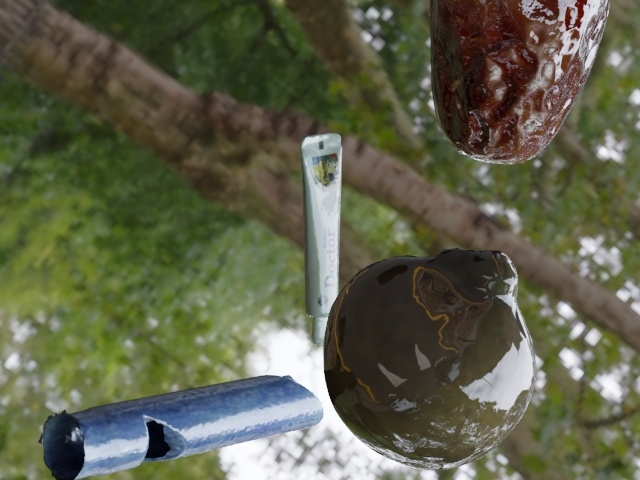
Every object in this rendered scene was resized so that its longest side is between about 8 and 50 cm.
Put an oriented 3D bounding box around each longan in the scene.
[{"bbox_3d":[0.095,0.091,1.234,0.204,0.185,0.159,-54,172,23],"label":"longan"}]

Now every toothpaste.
[{"bbox_3d":[0.000,0.000,1.746,0.037,0.255,0.067,12,-163,43],"label":"toothpaste"}]

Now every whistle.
[{"bbox_3d":[-0.111,0.158,1.305,0.304,0.062,0.062,-4,151,-49],"label":"whistle"}]

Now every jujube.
[{"bbox_3d":[0.224,-0.249,1.718,0.223,0.223,0.318,-80,178,-59],"label":"jujube"}]
